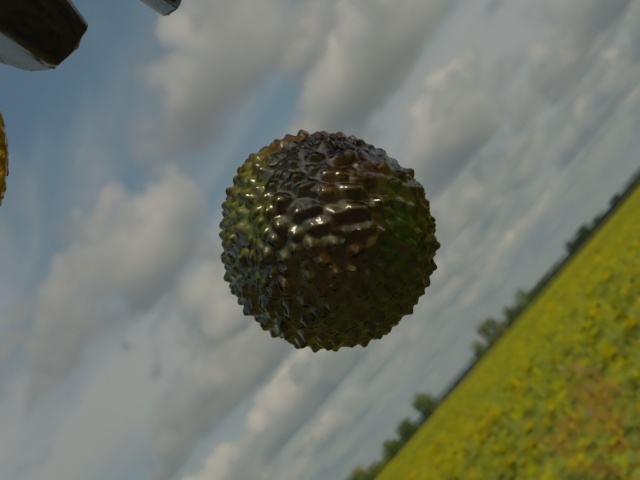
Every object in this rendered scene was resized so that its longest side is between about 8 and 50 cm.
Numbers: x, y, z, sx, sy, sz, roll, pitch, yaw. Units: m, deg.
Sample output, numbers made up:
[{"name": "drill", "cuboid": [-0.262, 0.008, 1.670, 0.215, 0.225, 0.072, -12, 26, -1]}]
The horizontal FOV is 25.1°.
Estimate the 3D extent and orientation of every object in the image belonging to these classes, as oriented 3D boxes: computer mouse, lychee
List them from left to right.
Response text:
[{"name": "computer mouse", "cuboid": [-0.328, -0.254, 1.266, 0.170, 0.269, 0.100, 18, 76, 57]}, {"name": "lychee", "cuboid": [0.000, 0.000, 0.989, 0.171, 0.171, 0.171, -47, -8, -9]}]

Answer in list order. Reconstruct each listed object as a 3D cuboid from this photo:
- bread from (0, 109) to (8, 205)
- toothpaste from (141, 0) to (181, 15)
[{"name": "bread", "cuboid": [-0.328, -0.107, 1.092, 0.147, 0.260, 0.160, -44, 18, -23]}, {"name": "toothpaste", "cuboid": [-0.235, -0.340, 1.638, 0.044, 0.193, 0.070, -10, 52, 59]}]
